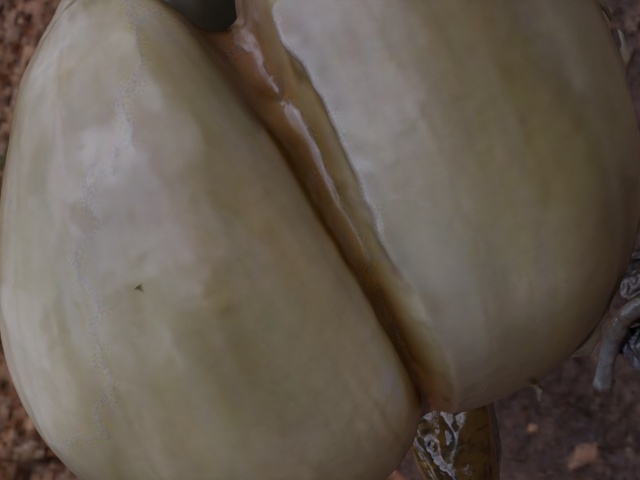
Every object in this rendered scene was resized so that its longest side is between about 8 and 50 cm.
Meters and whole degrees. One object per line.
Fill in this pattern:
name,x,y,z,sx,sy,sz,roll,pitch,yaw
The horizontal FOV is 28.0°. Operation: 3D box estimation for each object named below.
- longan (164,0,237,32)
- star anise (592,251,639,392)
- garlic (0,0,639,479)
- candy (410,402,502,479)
longan,-0.020,-0.239,0.899,0.350,0.288,0.288,-88,18,-72
star anise,0.294,0.050,0.963,0.262,0.081,0.230,-38,85,32
garlic,0.001,-0.017,0.588,0.249,0.286,0.313,-93,-8,-53
candy,0.121,0.164,1.218,0.143,0.101,0.271,-55,-49,-82
